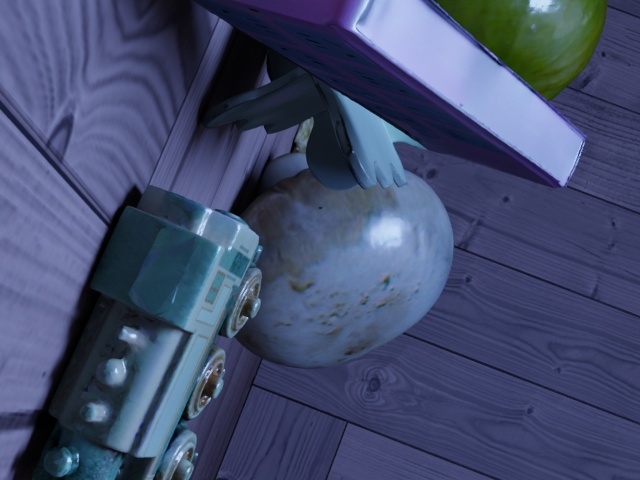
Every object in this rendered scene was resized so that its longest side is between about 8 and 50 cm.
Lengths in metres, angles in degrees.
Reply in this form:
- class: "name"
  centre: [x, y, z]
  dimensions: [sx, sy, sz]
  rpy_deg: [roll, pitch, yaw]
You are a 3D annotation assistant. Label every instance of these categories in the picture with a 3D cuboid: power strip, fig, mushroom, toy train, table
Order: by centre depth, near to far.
- class: "power strip"
  centre: [0.040, -0.085, 0.516]
  dimensions: [0.279, 0.109, 0.037]
  rpy_deg: [21, 91, -56]
- class: "toy train"
  centre: [-0.097, 0.067, 0.578]
  dimensions: [0.125, 0.081, 0.194]
  rpy_deg: [47, 66, -76]
- class: "table"
  centre: [0.014, -0.113, 0.720]
  dimensions: [0.198, 0.166, 0.166]
  rpy_deg: [-16, 127, -77]
- class: "mushroom"
  centre: [0.000, 0.000, 1.050]
  dimensions: [0.243, 0.243, 0.243]
  rpy_deg: [21, 90, -88]
- class: "fig"
  centre: [0.171, -0.301, 1.201]
  dimensions: [0.316, 0.316, 0.316]
  rpy_deg: [21, 90, -88]

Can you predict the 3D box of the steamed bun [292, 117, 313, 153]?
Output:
- class: "steamed bun"
  centre: [0.036, -0.152, 1.358]
  dimensions: [0.192, 0.106, 0.177]
  rpy_deg: [103, 6, -63]
